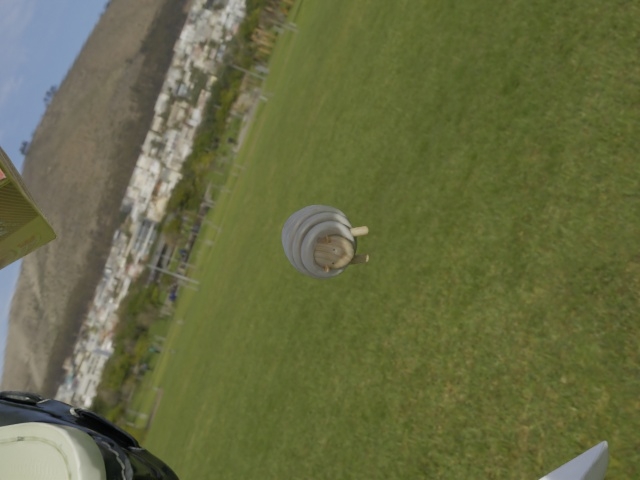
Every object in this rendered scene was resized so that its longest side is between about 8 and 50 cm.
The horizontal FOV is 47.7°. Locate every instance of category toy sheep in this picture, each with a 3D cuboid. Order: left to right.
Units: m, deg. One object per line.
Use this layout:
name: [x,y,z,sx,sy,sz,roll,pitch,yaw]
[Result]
toy sheep: [0.000,0.000,0.816,0.132,0.091,0.091,28,97,62]

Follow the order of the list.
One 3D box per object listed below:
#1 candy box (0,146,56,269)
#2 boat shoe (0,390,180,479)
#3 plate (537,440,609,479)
candy box: [-0.284,-0.005,0.466,0.183,0.087,0.316,-33,4,-16]
boat shoe: [-0.228,0.176,0.539,0.340,0.113,0.127,-14,67,38]
plate: [0.199,0.366,0.818,0.277,0.045,0.278,-25,-21,-50]
